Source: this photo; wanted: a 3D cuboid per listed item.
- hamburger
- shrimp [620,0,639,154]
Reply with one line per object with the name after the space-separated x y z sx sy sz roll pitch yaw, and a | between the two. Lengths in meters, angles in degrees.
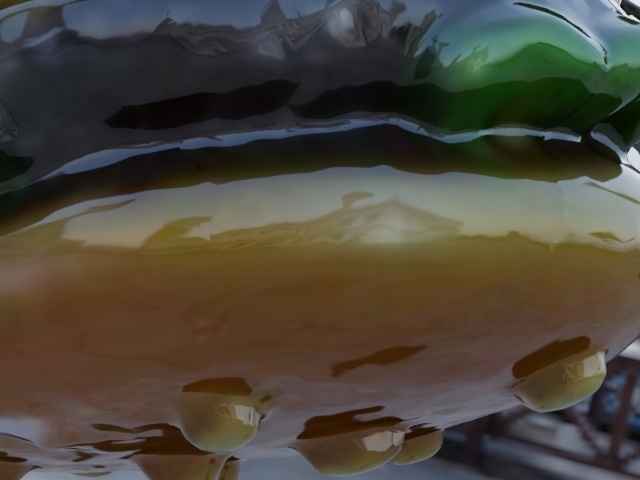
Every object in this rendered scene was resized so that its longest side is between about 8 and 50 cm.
-0.035 -0.035 0.805 0.395 0.277 0.396 -7 -12 -1 | hamburger
0.283 -0.037 1.168 0.289 0.075 0.178 46 25 18 | shrimp
